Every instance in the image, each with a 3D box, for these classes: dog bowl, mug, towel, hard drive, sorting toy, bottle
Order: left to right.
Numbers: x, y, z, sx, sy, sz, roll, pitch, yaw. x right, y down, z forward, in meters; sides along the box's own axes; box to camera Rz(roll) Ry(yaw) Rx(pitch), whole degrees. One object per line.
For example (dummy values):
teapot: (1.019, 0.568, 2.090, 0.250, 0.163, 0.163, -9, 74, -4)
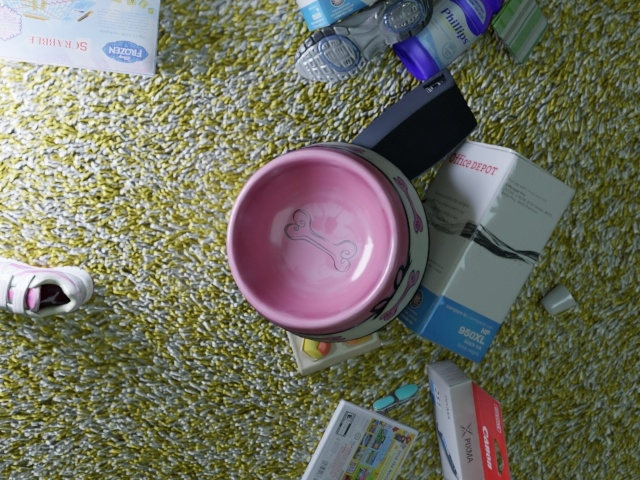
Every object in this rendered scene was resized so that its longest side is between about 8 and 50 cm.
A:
dog bowl: (0.000, 0.000, 1.520, 0.408, 0.150, 0.408, -1, 88, 16)
sorting toy: (0.021, 0.179, 1.718, 0.193, 0.038, 0.208, -19, 105, -9)
hard drive: (0.201, -0.219, 1.633, 0.255, 0.054, 0.172, -38, 130, 3)
bottle: (0.284, -0.457, 1.616, 0.283, 0.092, 0.118, -42, 110, -2)
towel: (0.419, -0.454, 1.651, 0.152, 0.023, 0.113, 34, 90, -46)
mug: (0.554, 0.148, 1.826, 0.064, 0.062, 0.078, -33, 100, 4)

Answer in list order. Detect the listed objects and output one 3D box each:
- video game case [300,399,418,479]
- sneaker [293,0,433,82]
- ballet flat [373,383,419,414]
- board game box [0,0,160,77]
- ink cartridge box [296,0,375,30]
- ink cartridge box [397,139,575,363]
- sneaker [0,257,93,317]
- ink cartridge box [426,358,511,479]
video game case: (0.089, 0.502, 1.810, 0.206, 0.026, 0.227, 25, 94, -17)
sneaker: (0.086, -0.409, 1.577, 0.297, 0.129, 0.111, -23, 109, 12)
ballet flat: (0.174, 0.366, 1.798, 0.114, 0.041, 0.041, -24, 106, -7)
board game box: (-0.455, -0.480, 1.454, 0.319, 0.066, 0.318, 5, 100, -14)
ink cartridge box: (0.019, -0.548, 1.496, 0.171, 0.168, 0.232, -29, 106, -5)
ink cartridge box: (0.302, 0.009, 1.618, 0.166, 0.285, 0.395, 26, 95, -19)
sneaker: (-0.575, 0.095, 1.524, 0.252, 0.111, 0.103, 0, 102, -13)
ink cartridge box: (0.327, 0.443, 1.729, 0.066, 0.261, 0.296, -13, 104, -11)
